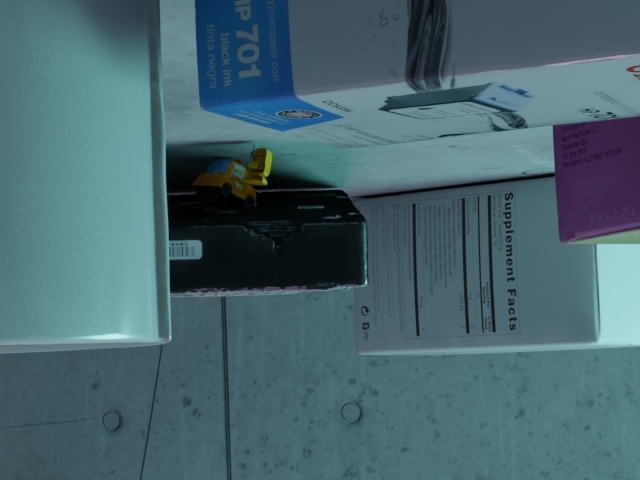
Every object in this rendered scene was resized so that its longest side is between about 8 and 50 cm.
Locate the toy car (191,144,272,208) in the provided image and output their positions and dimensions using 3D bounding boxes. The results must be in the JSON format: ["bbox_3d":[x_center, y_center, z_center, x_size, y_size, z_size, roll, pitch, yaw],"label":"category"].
[{"bbox_3d":[-0.058,-0.054,1.181,0.060,0.041,0.122,22,164,-32],"label":"toy car"}]

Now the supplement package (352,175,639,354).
[{"bbox_3d":[0.203,0.033,1.520,0.293,0.175,0.177,-6,173,35],"label":"supplement package"}]

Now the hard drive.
[{"bbox_3d":[-0.084,-0.002,1.285,0.236,0.064,0.339,-1,-173,-3],"label":"hard drive"}]

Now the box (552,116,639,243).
[{"bbox_3d":[0.287,-0.064,0.772,0.243,0.117,0.213,1,174,-22],"label":"box"}]

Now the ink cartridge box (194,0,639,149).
[{"bbox_3d":[0.064,-0.091,0.569,0.190,0.082,0.139,-3,175,26],"label":"ink cartridge box"}]

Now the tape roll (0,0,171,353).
[{"bbox_3d":[-0.187,-0.036,0.582,0.246,0.169,0.246,-3,175,0],"label":"tape roll"}]
